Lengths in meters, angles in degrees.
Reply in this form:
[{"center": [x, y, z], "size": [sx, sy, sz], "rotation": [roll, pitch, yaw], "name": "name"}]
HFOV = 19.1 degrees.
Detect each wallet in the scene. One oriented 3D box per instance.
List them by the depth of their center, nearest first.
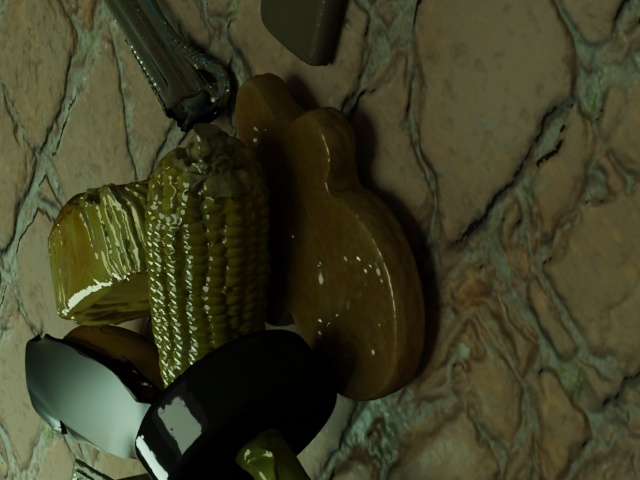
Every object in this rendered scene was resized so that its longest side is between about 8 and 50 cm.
[{"center": [-0.015, -0.260, 1.867], "size": [0.118, 0.038, 0.153], "rotation": [44, 134, 42], "name": "wallet"}]

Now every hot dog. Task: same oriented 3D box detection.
[{"center": [-0.214, 0.194, 2.240], "size": [0.326, 0.107, 0.194], "rotation": [35, 136, 38], "name": "hot dog"}]

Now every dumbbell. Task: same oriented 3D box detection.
[{"center": [-0.015, 0.261, 1.794], "size": [0.322, 0.203, 0.204], "rotation": [52, 139, 25], "name": "dumbbell"}]

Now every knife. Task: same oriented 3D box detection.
[{"center": [-0.190, -0.246, 2.150], "size": [0.089, 0.043, 0.365], "rotation": [-44, 51, 14], "name": "knife"}]

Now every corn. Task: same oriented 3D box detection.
[{"center": [-0.113, 0.035, 1.921], "size": [0.130, 0.130, 0.347], "rotation": [44, 142, 44], "name": "corn"}]

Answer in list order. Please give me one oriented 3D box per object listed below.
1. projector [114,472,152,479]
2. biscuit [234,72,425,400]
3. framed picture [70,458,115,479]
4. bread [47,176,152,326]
[{"center": [-0.227, 0.341, 2.307], "size": [0.082, 0.083, 0.083], "rotation": [61, 142, 30], "name": "projector"}, {"center": [0.002, 0.000, 1.887], "size": [0.355, 0.052, 0.275], "rotation": [52, 142, 36], "name": "biscuit"}, {"center": [-0.221, 0.416, 2.261], "size": [0.231, 0.018, 0.293], "rotation": [28, 129, 16], "name": "framed picture"}, {"center": [-0.200, 0.005, 2.095], "size": [0.250, 0.179, 0.133], "rotation": [-36, 59, 58], "name": "bread"}]
